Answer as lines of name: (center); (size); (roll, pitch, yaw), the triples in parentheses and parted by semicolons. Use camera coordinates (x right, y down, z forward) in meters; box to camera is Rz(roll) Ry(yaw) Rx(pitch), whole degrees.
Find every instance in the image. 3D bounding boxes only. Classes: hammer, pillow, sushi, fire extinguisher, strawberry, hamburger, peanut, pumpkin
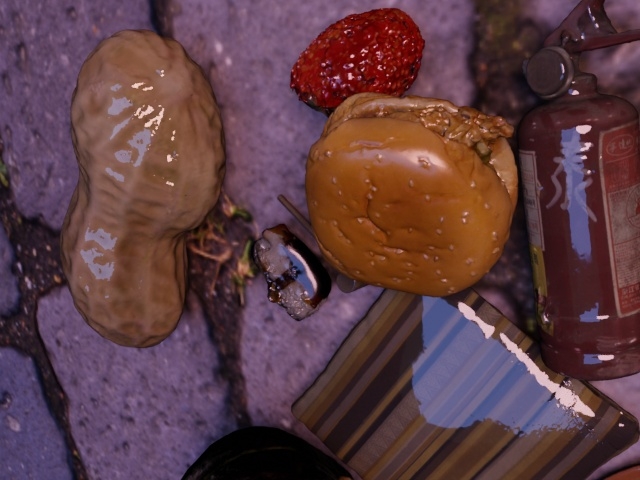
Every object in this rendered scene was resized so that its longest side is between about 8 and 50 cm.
hammer: (0.000, 0.000, 0.581); (0.110, 0.035, 0.019); (45, 122, 21)
pillow: (0.099, 0.140, 0.552); (0.212, 0.052, 0.208); (41, 118, 13)
sushi: (-0.024, 0.025, 0.591); (0.046, 0.044, 0.083); (-38, 87, 35)
fire extinguisher: (0.180, -0.042, 0.433); (0.106, 0.075, 0.252); (-3, 103, 26)
strawberry: (0.029, -0.123, 0.495); (0.083, 0.083, 0.096); (42, 89, 12)
hamburger: (0.059, -0.028, 0.462); (0.138, 0.083, 0.147); (9, 138, 14)
peanut: (-0.156, -0.030, 0.608); (0.136, 0.120, 0.298); (31, 122, 24)
pumpkin: (-0.025, 0.261, 0.571); (0.220, 0.220, 0.162); (41, 86, 13)

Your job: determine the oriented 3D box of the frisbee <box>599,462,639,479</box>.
frisbee: (0.295, 0.265, 0.497); (0.250, 0.021, 0.251); (10, 111, 27)
